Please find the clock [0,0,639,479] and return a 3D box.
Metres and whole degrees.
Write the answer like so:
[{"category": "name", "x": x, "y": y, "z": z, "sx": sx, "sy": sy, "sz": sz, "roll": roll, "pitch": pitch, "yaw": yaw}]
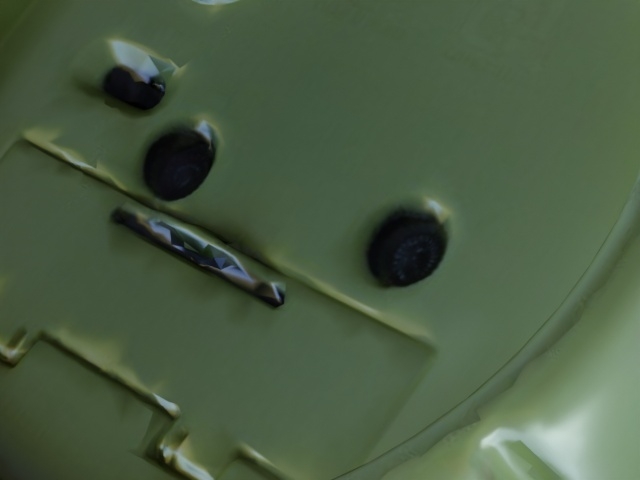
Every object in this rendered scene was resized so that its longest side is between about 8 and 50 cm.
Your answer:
[{"category": "clock", "x": 0.000, "y": 0.000, "z": 0.514, "sx": 0.286, "sy": 0.348, "sz": 0.117, "roll": 25, "pitch": 164, "yaw": 39}]
